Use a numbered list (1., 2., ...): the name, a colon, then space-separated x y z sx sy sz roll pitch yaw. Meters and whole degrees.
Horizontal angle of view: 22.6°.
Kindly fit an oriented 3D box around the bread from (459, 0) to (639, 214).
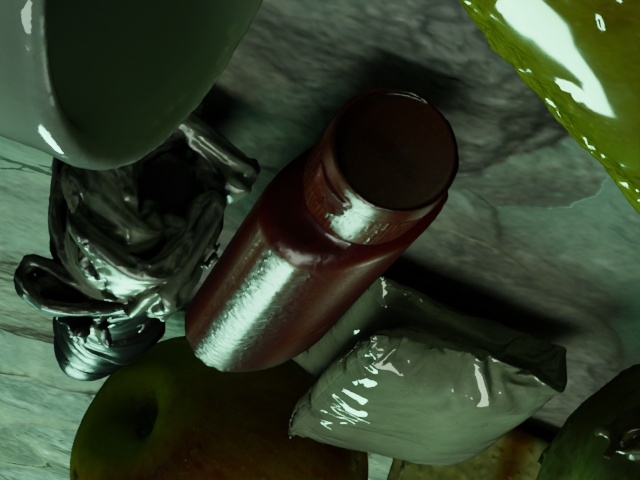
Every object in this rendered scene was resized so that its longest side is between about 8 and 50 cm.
1. bread: 0.144 -0.058 0.524 0.166 0.112 0.383 0 152 37

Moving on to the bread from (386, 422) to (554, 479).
1. bread: 0.084 0.229 1.168 0.163 0.168 0.264 23 158 -8

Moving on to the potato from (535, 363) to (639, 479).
1. potato: 0.288 0.166 0.805 0.359 0.219 0.270 14 168 -5

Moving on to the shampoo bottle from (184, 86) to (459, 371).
1. shampoo bottle: 0.000 0.000 0.806 0.064 0.102 0.260 62 158 10

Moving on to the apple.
1. apple: -0.073 0.155 1.098 0.195 0.196 0.196 16 158 7

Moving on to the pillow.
1. pillow: 0.060 0.082 0.968 0.134 0.078 0.181 20 155 -10

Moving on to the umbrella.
1. umbrella: -0.125 0.017 0.917 0.106 0.113 0.358 23 160 -6

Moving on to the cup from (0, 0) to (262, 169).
1. cup: -0.123 -0.176 0.431 0.234 0.186 0.258 23 129 11
